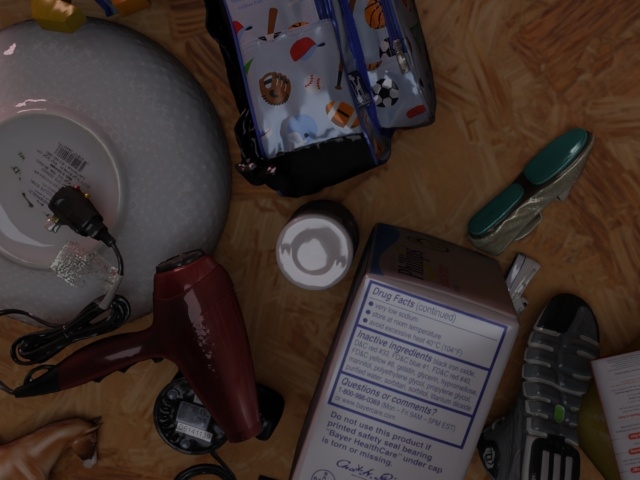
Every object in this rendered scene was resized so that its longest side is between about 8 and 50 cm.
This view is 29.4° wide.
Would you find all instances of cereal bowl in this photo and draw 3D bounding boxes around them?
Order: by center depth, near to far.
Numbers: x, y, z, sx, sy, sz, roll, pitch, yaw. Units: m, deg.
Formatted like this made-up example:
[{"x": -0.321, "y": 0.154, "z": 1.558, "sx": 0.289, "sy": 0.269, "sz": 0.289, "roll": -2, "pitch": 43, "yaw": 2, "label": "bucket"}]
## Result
[{"x": -0.267, "y": -0.061, "z": 1.257, "sx": 0.339, "sy": 0.141, "sz": 0.339, "roll": 1, "pitch": 101, "yaw": 5, "label": "cereal bowl"}]

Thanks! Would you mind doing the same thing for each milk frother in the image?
[{"x": -0.121, "y": 0.200, "z": 1.294, "sx": 0.129, "sy": 0.135, "sz": 0.143, "roll": 35, "pitch": 102, "yaw": -2, "label": "milk frother"}]

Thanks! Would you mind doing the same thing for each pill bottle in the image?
[{"x": 0.000, "y": 0.000, "z": 1.246, "sx": 0.078, "sy": 0.137, "sz": 0.078, "roll": 1, "pitch": 101, "yaw": 5, "label": "pill bottle"}]

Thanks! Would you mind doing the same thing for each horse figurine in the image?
[{"x": -0.380, "y": 0.276, "z": 1.365, "sx": 0.263, "sy": 0.066, "sz": 0.174, "roll": 5, "pitch": 106, "yaw": 1, "label": "horse figurine"}]

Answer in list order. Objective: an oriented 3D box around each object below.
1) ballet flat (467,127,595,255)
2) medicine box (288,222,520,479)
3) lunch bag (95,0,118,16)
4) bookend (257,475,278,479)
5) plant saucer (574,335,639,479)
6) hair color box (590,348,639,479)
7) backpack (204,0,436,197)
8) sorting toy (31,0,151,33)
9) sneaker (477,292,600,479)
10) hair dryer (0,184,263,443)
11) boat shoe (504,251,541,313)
[{"x": 0.225, "y": -0.049, "z": 1.270, "sx": 0.168, "sy": 0.057, "sz": 0.052, "roll": -41, "pitch": 123, "yaw": 14, "label": "ballet flat"}, {"x": 0.072, "y": 0.155, "z": 1.204, "sx": 0.149, "sy": 0.263, "sz": 0.289, "roll": 19, "pitch": 102, "yaw": 0, "label": "medicine box"}, {"x": -0.188, "y": -0.321, "z": 1.227, "sx": 0.129, "sy": 0.096, "sz": 0.151, "roll": -21, "pitch": 69, "yaw": 8, "label": "lunch bag"}, {"x": -0.061, "y": 0.360, "z": 1.307, "sx": 0.072, "sy": 0.157, "sz": 0.156, "roll": 16, "pitch": 102, "yaw": 1, "label": "bookend"}, {"x": 0.448, "y": 0.204, "z": 1.207, "sx": 0.333, "sy": 0.081, "sz": 0.333, "roll": -42, "pitch": 74, "yaw": 18, "label": "plant saucer"}, {"x": 0.319, "y": 0.177, "z": 1.194, "sx": 0.072, "sy": 0.043, "sz": 0.141, "roll": -15, "pitch": 83, "yaw": 22, "label": "hair color box"}, {"x": -0.006, "y": -0.186, "z": 1.160, "sx": 0.213, "sy": 0.276, "sz": 0.263, "roll": -23, "pitch": 91, "yaw": 3, "label": "backpack"}, {"x": -0.251, "y": -0.306, "z": 1.175, "sx": 0.229, "sy": 0.041, "sz": 0.307, "roll": -20, "pitch": 57, "yaw": 9, "label": "sorting toy"}, {"x": 0.216, "y": 0.170, "z": 1.288, "sx": 0.086, "sy": 0.132, "sz": 0.228, "roll": 24, "pitch": 66, "yaw": -20, "label": "sneaker"}, {"x": -0.174, "y": 0.097, "z": 1.194, "sx": 0.293, "sy": 0.080, "sz": 0.223, "roll": 32, "pitch": 110, "yaw": 4, "label": "hair dryer"}, {"x": 0.204, "y": 0.064, "z": 1.295, "sx": 0.035, "sy": 0.035, "sz": 0.100, "roll": 25, "pitch": 95, "yaw": 3, "label": "boat shoe"}]
